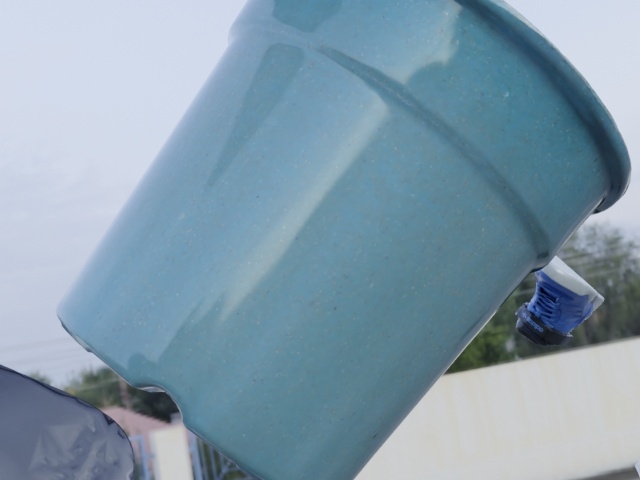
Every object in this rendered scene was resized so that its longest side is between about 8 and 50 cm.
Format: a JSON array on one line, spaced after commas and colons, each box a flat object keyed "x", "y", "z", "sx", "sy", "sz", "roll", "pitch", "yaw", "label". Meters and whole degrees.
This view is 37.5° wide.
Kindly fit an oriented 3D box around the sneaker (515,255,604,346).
[{"x": 0.233, "y": 0.067, "z": 0.953, "sx": 0.084, "sy": 0.058, "sz": 0.152, "roll": -48, "pitch": -26, "yaw": 8, "label": "sneaker"}]

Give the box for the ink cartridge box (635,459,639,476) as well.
[{"x": 0.364, "y": 0.248, "z": 1.000, "sx": 0.028, "sy": 0.048, "sz": 0.083, "roll": -28, "pitch": -14, "yaw": 28, "label": "ink cartridge box"}]

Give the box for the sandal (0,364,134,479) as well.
[{"x": -0.207, "y": 0.068, "z": 0.439, "sx": 0.254, "sy": 0.097, "sz": 0.054, "roll": 20, "pitch": -32, "yaw": -9, "label": "sandal"}]

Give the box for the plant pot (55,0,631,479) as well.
[{"x": 0.000, "y": 0.000, "z": 0.730, "sx": 0.334, "sy": 0.341, "sz": 0.341, "roll": -54, "pitch": -5, "yaw": -9, "label": "plant pot"}]
